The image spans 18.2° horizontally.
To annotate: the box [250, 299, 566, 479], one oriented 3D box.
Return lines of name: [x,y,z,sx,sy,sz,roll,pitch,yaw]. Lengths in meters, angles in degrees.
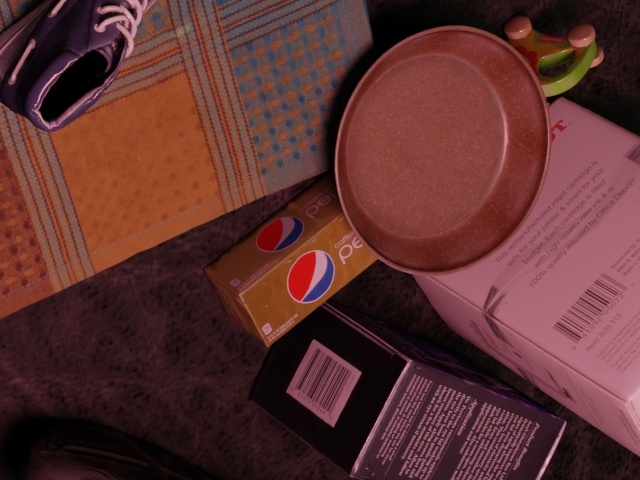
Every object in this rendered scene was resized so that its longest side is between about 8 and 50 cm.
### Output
box: [0.074,0.142,1.659,0.207,0.153,0.108,23,96,-42]

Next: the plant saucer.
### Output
plant saucer: [0.091,-0.072,1.569,0.199,0.036,0.198,-7,104,-27]

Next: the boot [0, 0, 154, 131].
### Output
boot: [-0.142,-0.152,1.353,0.190,0.086,0.069,-49,130,-5]

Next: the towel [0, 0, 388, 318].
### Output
towel: [-0.123,-0.122,1.462,0.370,0.040,0.271,-26,124,-23]

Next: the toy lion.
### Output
toy lion: [0.168,-0.139,1.633,0.096,0.100,0.034,-55,136,-28]

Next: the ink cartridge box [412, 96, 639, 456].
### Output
ink cartridge box: [0.240,0.029,1.643,0.207,0.283,0.117,-45,134,-11]

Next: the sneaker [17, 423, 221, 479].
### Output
sneaker: [-0.109,0.326,1.598,0.447,0.169,0.257,33,88,-44]

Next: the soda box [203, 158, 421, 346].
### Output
soda box: [0.000,0.000,1.597,0.181,0.058,0.061,-39,128,-16]
